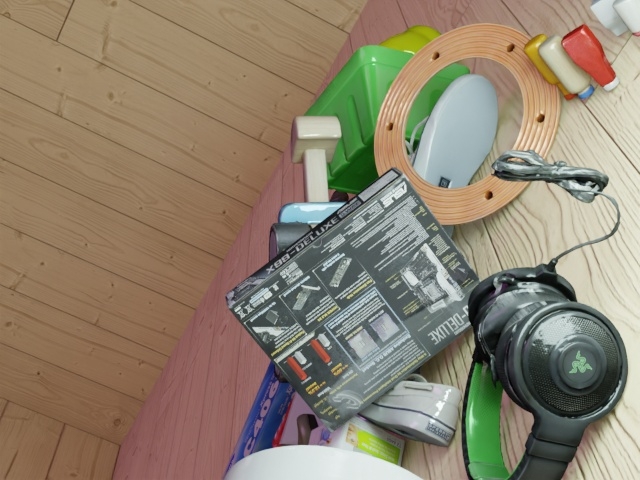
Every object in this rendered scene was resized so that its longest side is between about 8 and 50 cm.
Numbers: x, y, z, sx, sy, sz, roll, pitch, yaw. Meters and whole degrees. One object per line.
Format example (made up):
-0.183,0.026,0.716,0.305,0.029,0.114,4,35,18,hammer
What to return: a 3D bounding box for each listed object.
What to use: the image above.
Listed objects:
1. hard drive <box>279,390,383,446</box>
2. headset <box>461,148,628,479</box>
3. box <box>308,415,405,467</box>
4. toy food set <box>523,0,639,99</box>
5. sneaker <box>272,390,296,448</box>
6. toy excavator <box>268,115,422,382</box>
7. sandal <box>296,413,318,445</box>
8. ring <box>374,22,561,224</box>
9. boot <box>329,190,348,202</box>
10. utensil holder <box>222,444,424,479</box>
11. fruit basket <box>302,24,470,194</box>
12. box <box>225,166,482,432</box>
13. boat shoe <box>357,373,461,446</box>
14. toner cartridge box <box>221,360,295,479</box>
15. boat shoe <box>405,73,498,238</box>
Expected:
0.052,0.213,1.727,0.203,0.040,0.307,-7,56,45,hard drive
0.222,0.102,1.128,0.243,0.185,0.394,-111,36,-72,headset
0.037,0.375,1.485,0.103,0.114,0.203,-39,28,47,box
0.398,-0.274,1.404,0.232,0.104,0.111,-30,19,37,toy food set
-0.028,0.360,1.866,0.221,0.087,0.128,-103,36,-78,sneaker
0.007,0.003,1.700,0.445,0.222,0.433,-153,62,-79,toy excavator
-0.041,0.427,1.621,0.120,0.086,0.303,-166,75,-76,sandal
0.230,-0.185,1.613,0.336,0.032,0.336,-13,69,37,ring
0.000,0.000,2.455,0.246,0.083,0.161,-55,8,15,boot
-0.015,0.467,1.090,0.327,0.327,0.385,-52,16,44,utensil holder
0.140,-0.309,2.102,0.392,0.283,0.392,-171,90,-69,fruit basket
0.060,0.084,1.431,0.307,0.242,0.076,-38,15,1,box
0.122,0.235,1.477,0.088,0.096,0.267,-63,14,-13,boat shoe
-0.115,0.413,2.107,0.348,0.075,0.165,-68,12,-12,toner cartridge box
0.186,-0.116,1.762,0.156,0.136,0.367,13,84,59,boat shoe
